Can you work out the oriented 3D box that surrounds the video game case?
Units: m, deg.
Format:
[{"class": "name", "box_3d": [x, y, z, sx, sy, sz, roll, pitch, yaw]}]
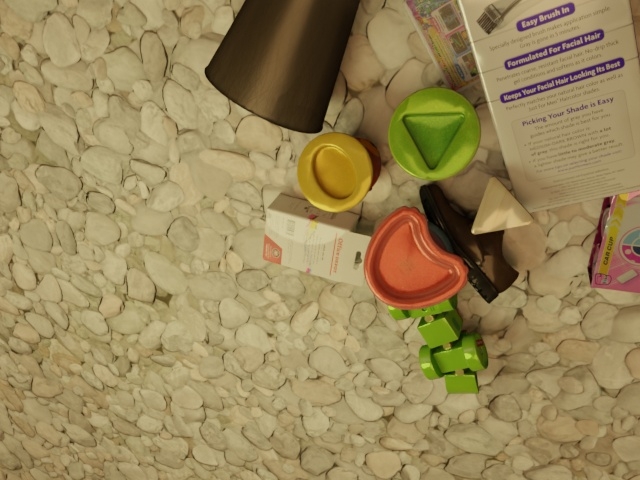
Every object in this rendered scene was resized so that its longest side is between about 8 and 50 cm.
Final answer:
[{"class": "video game case", "box_3d": [0.216, -0.309, 0.814, 0.143, 0.019, 0.157, -23, 110, 30]}]

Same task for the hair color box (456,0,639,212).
[{"class": "hair color box", "box_3d": [0.319, -0.215, 0.764, 0.185, 0.110, 0.339, -12, 122, 25]}]

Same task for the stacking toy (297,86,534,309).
[{"class": "stacking toy", "box_3d": [0.151, -0.070, 0.887, 0.279, 0.130, 0.309, -32, 87, 20]}]

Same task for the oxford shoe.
[{"class": "oxford shoe", "box_3d": [0.249, -0.012, 0.953, 0.096, 0.083, 0.227, -37, 99, 6]}]

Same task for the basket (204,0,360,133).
[{"class": "basket", "box_3d": [-0.038, -0.304, 0.832, 0.204, 0.154, 0.227, 30, 121, -1]}]

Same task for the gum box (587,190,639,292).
[{"class": "gum box", "box_3d": [0.483, -0.014, 0.865, 0.107, 0.062, 0.189, 7, 121, 15]}]

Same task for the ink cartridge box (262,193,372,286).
[{"class": "ink cartridge box", "box_3d": [0.000, 0.000, 1.042, 0.198, 0.067, 0.115, 17, 124, 12]}]

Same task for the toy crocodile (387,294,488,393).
[{"class": "toy crocodile", "box_3d": [0.215, 0.146, 1.041, 0.115, 0.105, 0.341, -21, 106, 29]}]
